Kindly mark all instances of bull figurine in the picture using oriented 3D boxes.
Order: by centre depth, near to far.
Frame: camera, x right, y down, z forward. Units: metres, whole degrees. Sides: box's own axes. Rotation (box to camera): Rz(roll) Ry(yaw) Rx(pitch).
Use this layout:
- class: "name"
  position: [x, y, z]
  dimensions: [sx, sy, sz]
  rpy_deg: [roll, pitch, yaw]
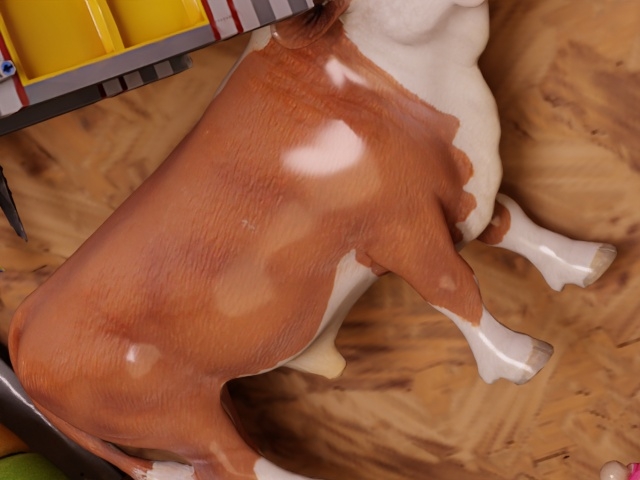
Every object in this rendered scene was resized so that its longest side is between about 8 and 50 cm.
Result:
- class: "bull figurine"
  position: [0.000, 0.000, 0.633]
  dimensions: [0.188, 0.101, 0.310]
  rpy_deg: [44, 120, -6]

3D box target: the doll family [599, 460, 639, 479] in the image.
- class: "doll family"
  position: [0.232, 0.180, 0.674]
  dimensions: [0.263, 0.118, 0.163]
  rpy_deg: [47, 126, 10]

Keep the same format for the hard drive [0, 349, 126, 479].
- class: "hard drive"
  position: [-0.176, 0.101, 0.748]
  dimensions: [0.135, 0.022, 0.094]
  rpy_deg: [44, 92, 2]

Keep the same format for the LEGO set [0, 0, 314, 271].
- class: "LEGO set"
  position: [-0.151, -0.129, 0.568]
  dimensions: [0.331, 0.192, 0.255]
  rpy_deg: [-29, 86, 55]

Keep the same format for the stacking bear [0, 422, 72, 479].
- class: "stacking bear"
  position: [-0.180, 0.130, 0.662]
  dimensions: [0.289, 0.175, 0.164]
  rpy_deg: [49, 120, 11]
